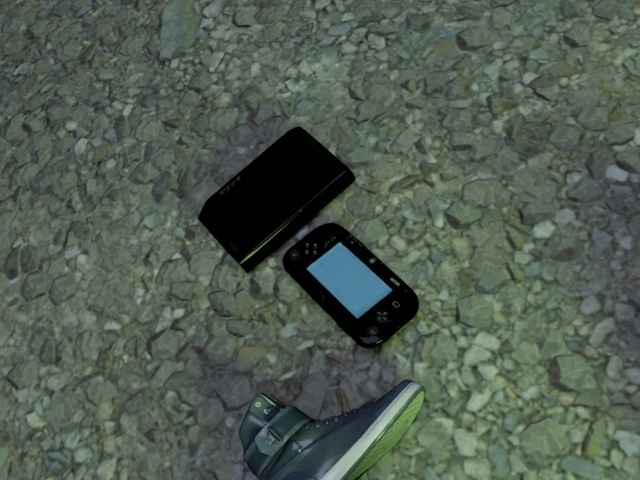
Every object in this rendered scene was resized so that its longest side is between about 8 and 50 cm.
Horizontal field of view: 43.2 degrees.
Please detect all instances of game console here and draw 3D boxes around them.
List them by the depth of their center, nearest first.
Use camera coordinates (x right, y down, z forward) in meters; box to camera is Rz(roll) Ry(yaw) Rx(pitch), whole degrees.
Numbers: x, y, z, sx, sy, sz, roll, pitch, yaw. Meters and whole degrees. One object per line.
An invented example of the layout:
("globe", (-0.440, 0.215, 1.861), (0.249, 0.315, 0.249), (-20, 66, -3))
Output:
("game console", (0.000, 0.000, 1.139), (0.213, 0.044, 0.361), (-42, 59, -7))

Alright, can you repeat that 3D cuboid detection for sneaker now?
("sneaker", (0.004, 0.218, 0.992), (0.226, 0.086, 0.163), (-44, 61, -7))
